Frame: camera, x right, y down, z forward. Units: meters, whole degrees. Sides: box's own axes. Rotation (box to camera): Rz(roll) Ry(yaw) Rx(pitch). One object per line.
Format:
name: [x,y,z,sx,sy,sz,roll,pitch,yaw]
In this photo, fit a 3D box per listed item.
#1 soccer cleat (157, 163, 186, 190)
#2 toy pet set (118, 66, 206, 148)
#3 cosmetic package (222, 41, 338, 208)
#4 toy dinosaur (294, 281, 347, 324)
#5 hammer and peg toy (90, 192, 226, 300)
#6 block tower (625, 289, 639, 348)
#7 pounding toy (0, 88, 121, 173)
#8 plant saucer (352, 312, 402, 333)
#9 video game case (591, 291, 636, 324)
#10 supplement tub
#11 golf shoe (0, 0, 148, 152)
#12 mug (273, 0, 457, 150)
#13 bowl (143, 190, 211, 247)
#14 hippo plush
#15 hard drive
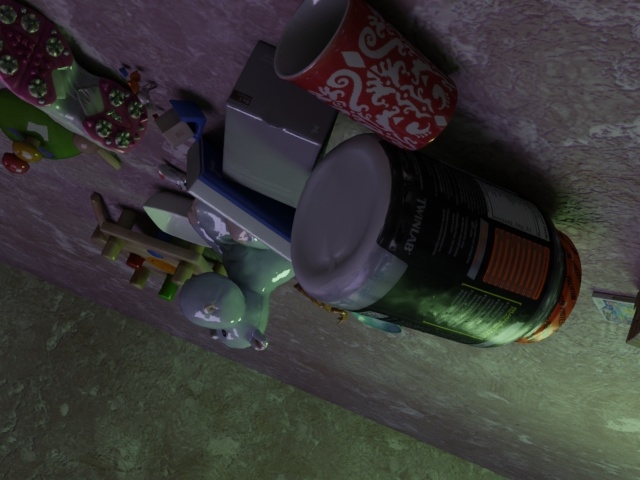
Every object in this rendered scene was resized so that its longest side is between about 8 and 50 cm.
soccer cleat: [-0.260,-0.115,1.504,0.035,0.029,0.083,-1,154,34]
toy pet set: [-0.220,-0.198,1.210,0.114,0.065,0.122,53,176,33]
cosmetic package: [-0.052,-0.139,1.075,0.127,0.107,0.238,24,159,-2]
toy dinosaur: [0.023,0.128,1.780,0.211,0.064,0.112,2,151,47]
hammer and peg toy: [-0.406,0.033,1.925,0.361,0.127,0.266,18,161,15]
block tower: [0.474,0.068,1.026,0.090,0.097,0.335,20,163,11]
pounding toy: [-0.505,-0.169,1.515,0.236,0.110,0.183,22,162,6]
plant saucer: [0.128,0.171,1.838,0.119,0.021,0.119,21,162,7]
video game case: [0.482,0.110,1.262,0.122,0.011,0.087,9,157,38]
supplement tub: [0.150,0.014,1.028,0.338,0.207,0.207,19,166,-31]
golf shoe: [-0.399,-0.233,1.217,0.140,0.115,0.306,13,157,47]
mug: [0.051,-0.185,0.864,0.169,0.150,0.113,30,125,-31]
bowl: [-0.269,-0.047,1.662,0.142,0.053,0.142,18,161,18]
hippo plush: [-0.152,0.064,1.492,0.234,0.237,0.294,16,168,46]
hard drive: [-0.065,-0.031,1.281,0.318,0.040,0.210,35,-167,-20]
